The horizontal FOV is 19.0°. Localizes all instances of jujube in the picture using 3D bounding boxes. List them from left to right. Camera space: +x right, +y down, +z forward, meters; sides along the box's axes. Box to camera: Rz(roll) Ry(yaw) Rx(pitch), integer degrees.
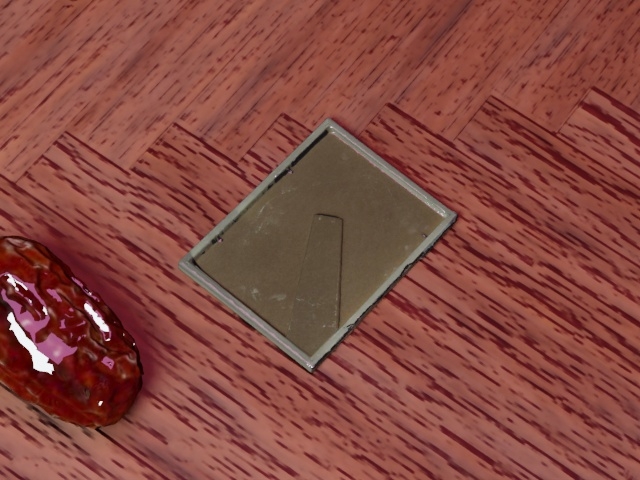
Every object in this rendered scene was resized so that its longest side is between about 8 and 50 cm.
[{"bbox_3d":[-0.159,0.056,1.102,0.129,0.077,0.077,45,64,5],"label":"jujube"}]

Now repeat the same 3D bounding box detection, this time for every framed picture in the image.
[{"bbox_3d":[0.000,0.000,1.189,0.109,0.011,0.149,38,63,15],"label":"framed picture"}]
